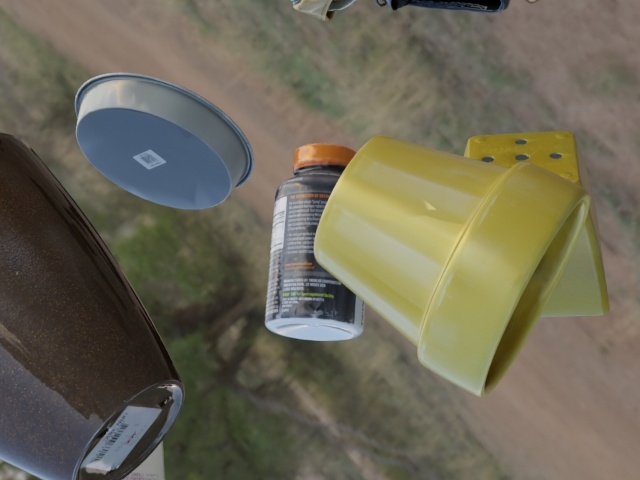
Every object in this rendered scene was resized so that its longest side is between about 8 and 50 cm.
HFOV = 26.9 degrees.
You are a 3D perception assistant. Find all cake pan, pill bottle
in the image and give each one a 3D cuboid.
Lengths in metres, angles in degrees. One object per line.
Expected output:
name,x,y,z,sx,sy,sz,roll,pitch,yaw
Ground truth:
cake pan,-0.247,-0.142,2.047,0.293,0.054,0.293,15,150,9
pill bottle,0.000,0.000,1.751,0.130,0.246,0.130,4,165,1

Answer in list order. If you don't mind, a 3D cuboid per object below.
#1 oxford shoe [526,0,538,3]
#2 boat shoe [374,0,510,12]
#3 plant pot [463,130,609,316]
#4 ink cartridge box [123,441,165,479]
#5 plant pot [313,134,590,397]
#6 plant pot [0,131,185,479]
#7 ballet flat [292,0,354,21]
oxford shoe,0.268,-0.433,1.920,0.076,0.076,0.212,102,151,-69
boat shoe,0.132,-0.400,2.027,0.340,0.113,0.127,10,152,0
plant pot,0.275,-0.031,1.809,0.212,0.212,0.187,-79,-16,-57
ink cartridge box,-0.218,0.308,1.465,0.134,0.078,0.231,113,157,-44
plant pot,0.133,0.008,1.470,0.239,0.254,0.254,27,168,15
plant pot,-0.217,0.073,0.988,0.230,0.215,0.215,40,171,21
ballet flat,0.038,-0.365,1.793,0.073,0.080,0.232,31,153,-13
